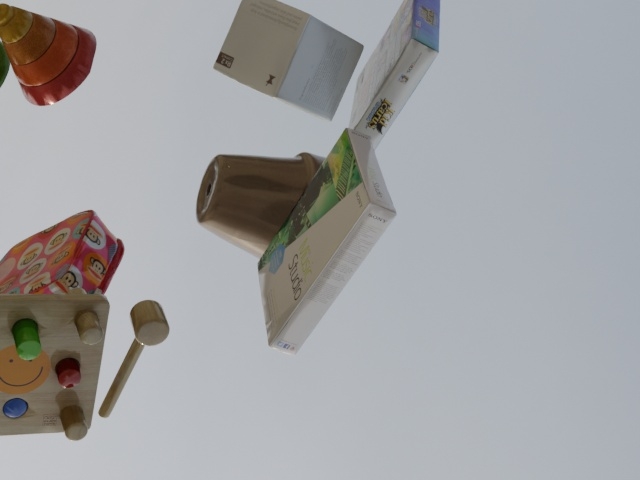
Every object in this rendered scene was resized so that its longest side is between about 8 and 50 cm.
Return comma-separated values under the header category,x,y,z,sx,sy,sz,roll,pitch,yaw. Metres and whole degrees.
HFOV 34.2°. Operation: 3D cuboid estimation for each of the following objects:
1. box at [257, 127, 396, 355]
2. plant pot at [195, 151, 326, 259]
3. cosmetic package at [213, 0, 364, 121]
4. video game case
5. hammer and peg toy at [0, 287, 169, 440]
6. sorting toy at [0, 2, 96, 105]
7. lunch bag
category,x,y,z,sx,sy,sz,roll,pitch,yaw
box,0.000,0.000,1.727,0.322,0.059,0.232,-55,-153,26
plant pot,-0.123,-0.070,2.100,0.263,0.229,0.263,-165,-90,-69
cosmetic package,-0.053,-0.316,1.795,0.151,0.184,0.151,28,-83,31
video game case,0.138,-0.322,1.929,0.244,0.061,0.269,-58,-168,34
hammer and peg toy,-0.421,0.204,1.644,0.127,0.361,0.265,51,-48,54
sorting toy,-0.471,-0.245,1.345,0.366,0.126,0.127,-2,-117,26
lunch bag,-0.512,0.090,1.897,0.293,0.120,0.258,-25,-151,25
